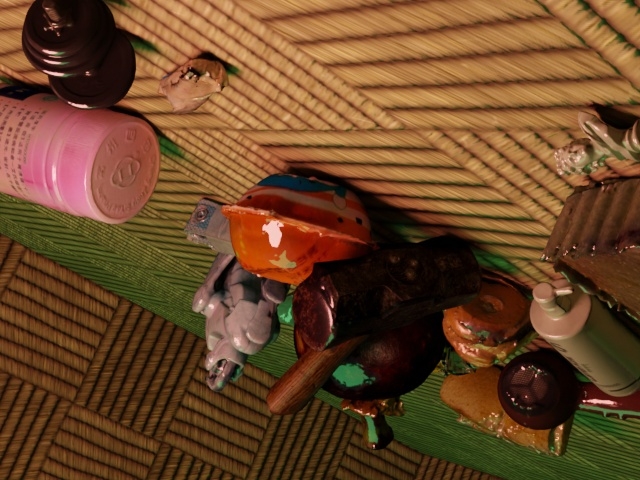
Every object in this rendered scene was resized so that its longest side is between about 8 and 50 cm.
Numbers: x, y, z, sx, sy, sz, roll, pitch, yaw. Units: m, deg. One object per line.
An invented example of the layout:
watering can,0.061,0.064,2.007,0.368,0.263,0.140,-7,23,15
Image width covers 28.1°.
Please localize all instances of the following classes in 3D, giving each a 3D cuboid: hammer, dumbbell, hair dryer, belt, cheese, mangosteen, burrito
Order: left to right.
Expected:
dumbbell,-0.249,-0.197,1.328,0.099,0.099,0.208,21,166,13
burrito,-0.142,-0.168,1.394,0.051,0.042,0.171,24,165,-16
belt,-0.085,-0.001,1.925,0.302,0.072,0.087,13,162,40
cheese,0.000,0.000,1.654,0.217,0.129,0.329,9,173,39
hammer,0.019,0.130,1.677,0.242,0.095,0.409,-15,160,-34
mangosteen,0.081,0.178,1.903,0.231,0.289,0.231,-12,-170,2
hair dryer,0.464,0.255,2.011,0.340,0.123,0.312,5,172,26

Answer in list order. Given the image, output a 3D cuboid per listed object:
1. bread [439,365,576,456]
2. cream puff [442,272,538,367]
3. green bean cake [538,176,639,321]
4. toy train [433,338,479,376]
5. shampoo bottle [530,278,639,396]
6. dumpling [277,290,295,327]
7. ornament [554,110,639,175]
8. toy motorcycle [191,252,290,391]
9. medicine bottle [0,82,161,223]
bread,0.347,0.311,2.339,0.257,0.124,0.186,17,167,35
cream puff,0.228,0.108,1.700,0.133,0.119,0.104,-3,135,-17
green bean cake,0.322,0.014,1.179,0.181,0.094,0.173,28,167,-16
toy train,0.221,0.184,2.127,0.053,0.085,0.249,9,171,-15
shampoo bottle,0.335,0.116,1.614,0.085,0.085,0.262,13,163,41
dumpling,0.015,0.106,2.152,0.188,0.108,0.127,10,132,-9
ornament,0.239,-0.081,1.060,0.068,0.041,0.092,18,159,-2
toy motorcycle,-0.119,0.102,2.047,0.154,0.260,0.206,27,126,-20
medicine bottle,-0.357,-0.120,1.734,0.254,0.152,0.152,16,166,31
